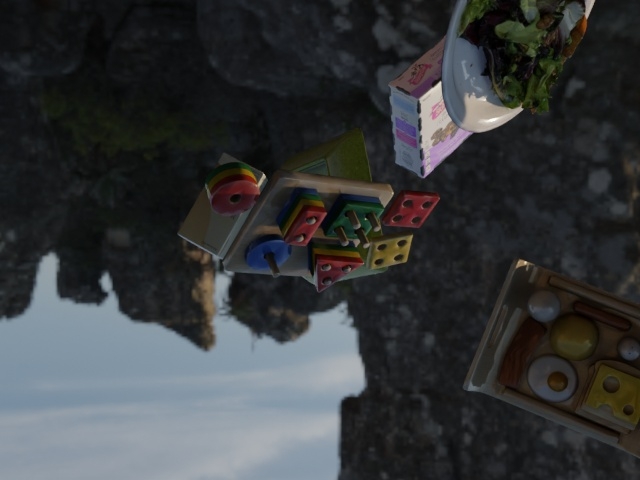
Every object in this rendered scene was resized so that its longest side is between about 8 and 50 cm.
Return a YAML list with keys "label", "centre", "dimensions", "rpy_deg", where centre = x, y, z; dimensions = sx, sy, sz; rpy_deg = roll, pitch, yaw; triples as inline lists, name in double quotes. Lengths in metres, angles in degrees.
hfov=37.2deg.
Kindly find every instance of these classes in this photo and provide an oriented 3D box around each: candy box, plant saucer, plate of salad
- label: "candy box"
  centre: [0.204, -0.237, 1.690]
  dimensions: [0.070, 0.196, 0.165]
  rpy_deg: [33, -117, 31]
- label: "plant saucer"
  centre: [0.003, -0.037, 1.267]
  dimensions: [0.045, 0.188, 0.188]
  rpy_deg: [-9, 177, -32]
- label: "plate of salad"
  centre: [0.159, -0.165, 0.690]
  dimensions: [0.048, 0.200, 0.200]
  rpy_deg: [36, -156, 31]

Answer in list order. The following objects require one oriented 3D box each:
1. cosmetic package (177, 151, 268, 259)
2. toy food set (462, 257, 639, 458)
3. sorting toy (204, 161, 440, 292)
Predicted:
- label: "cosmetic package"
  centre: [-0.118, -0.041, 1.151]
  dimensions: [0.060, 0.115, 0.041]
  rpy_deg: [27, 175, 7]
- label: "toy food set"
  centre: [0.396, 0.180, 1.426]
  dimensions: [0.306, 0.219, 0.092]
  rpy_deg: [22, -176, 15]
- label: "sorting toy"
  centre: [0.000, 0.000, 0.933]
  dimensions: [0.274, 0.132, 0.046]
  rpy_deg: [5, -135, -34]
